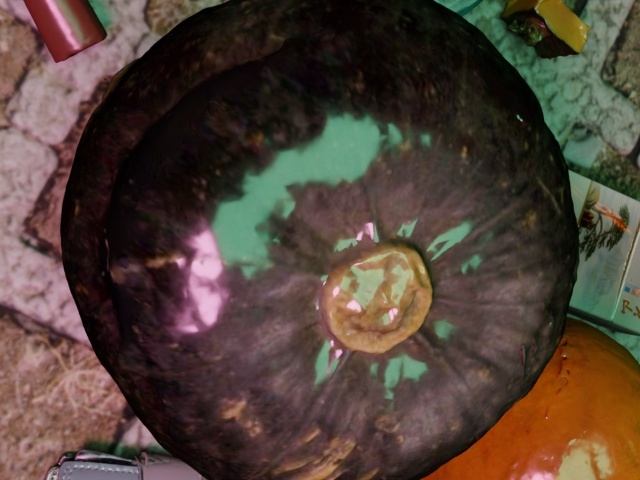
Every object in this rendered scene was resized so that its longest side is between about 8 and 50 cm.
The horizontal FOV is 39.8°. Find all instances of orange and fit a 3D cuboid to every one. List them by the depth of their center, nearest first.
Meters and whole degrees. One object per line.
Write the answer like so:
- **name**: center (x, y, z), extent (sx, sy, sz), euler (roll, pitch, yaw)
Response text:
- **orange**: center (0.217, 0.216, 0.900), extent (0.226, 0.284, 0.284), euler (38, 80, -21)

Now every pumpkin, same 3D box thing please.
- **pumpkin**: center (0.000, 0.000, 0.778), extent (0.454, 0.344, 0.455), euler (-3, 102, -13)
- **pumpkin**: center (0.254, -0.243, 1.007), extent (0.083, 0.074, 0.054), euler (39, 85, -17)

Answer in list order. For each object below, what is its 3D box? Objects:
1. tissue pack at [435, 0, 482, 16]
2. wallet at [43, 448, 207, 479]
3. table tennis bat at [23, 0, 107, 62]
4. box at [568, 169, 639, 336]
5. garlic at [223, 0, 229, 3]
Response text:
- **tissue pack**: center (0.153, -0.290, 0.994), extent (0.138, 0.028, 0.085), euler (-36, 100, -10)
- **wallet**: center (-0.163, 0.299, 0.879), extent (0.231, 0.069, 0.170), euler (12, 70, -23)
- **table tennis bat**: center (-0.305, -0.351, 0.758), extent (0.268, 0.051, 0.415), euler (-20, 114, 12)
- **box**: center (0.308, 0.011, 1.041), extent (0.233, 0.067, 0.150), euler (20, 86, -20)
- **garlic**: center (-0.006, -0.189, 0.919), extent (0.128, 0.090, 0.198), euler (-28, 109, -2)
